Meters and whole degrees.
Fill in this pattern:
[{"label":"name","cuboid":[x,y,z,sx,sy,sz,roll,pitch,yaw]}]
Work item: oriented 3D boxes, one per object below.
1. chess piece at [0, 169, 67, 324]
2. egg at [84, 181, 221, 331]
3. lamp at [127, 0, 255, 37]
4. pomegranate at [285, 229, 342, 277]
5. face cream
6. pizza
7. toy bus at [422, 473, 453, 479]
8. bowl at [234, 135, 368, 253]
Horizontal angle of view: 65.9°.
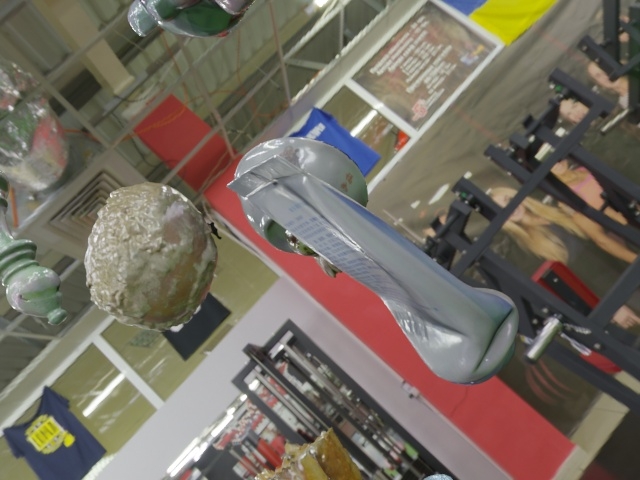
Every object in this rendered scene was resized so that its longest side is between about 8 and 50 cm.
[{"label":"chess piece","cuboid":[-0.456,0.014,0.710,0.139,0.272,0.139,-43,-4,-4]},{"label":"egg","cuboid":[-0.350,0.036,1.037,0.279,0.311,0.279,-9,-6,-1]},{"label":"lamp","cuboid":[-0.198,-0.459,0.795,0.301,0.247,0.247,6,55,53]},{"label":"pomegranate","cuboid":[0.005,-0.010,1.051,0.126,0.163,0.138,-54,-11,23]},{"label":"face cream","cuboid":[0.079,0.042,0.613,0.137,0.420,0.235,-59,18,-11]},{"label":"pizza","cuboid":[-0.021,0.488,0.873,0.130,0.440,0.406,-22,13,-38]},{"label":"toy bus","cuboid":[0.259,0.591,0.953,0.194,0.232,0.287,-13,-1,-10]},{"label":"bowl","cuboid":[-0.059,-0.071,1.215,0.345,0.345,0.157,119,165,-46]}]
